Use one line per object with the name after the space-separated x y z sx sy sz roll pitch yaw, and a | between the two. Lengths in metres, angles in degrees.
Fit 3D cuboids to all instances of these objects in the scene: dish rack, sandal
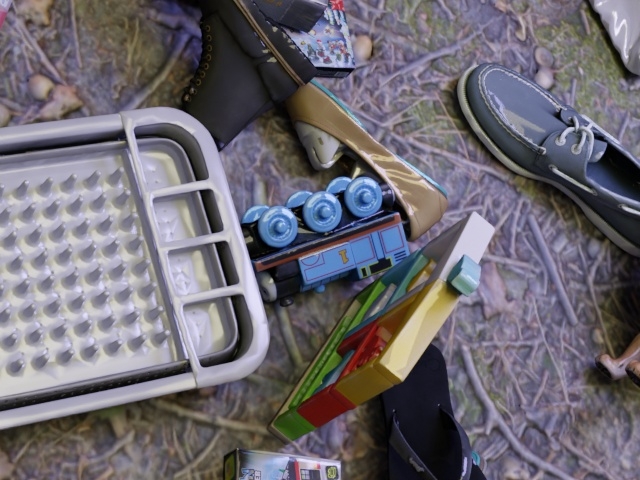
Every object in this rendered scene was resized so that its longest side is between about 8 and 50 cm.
-0.233 0.027 1.471 0.332 0.072 0.286 -10 76 -30 | dish rack
0.106 0.200 1.532 0.097 0.054 0.255 -9 52 -11 | sandal

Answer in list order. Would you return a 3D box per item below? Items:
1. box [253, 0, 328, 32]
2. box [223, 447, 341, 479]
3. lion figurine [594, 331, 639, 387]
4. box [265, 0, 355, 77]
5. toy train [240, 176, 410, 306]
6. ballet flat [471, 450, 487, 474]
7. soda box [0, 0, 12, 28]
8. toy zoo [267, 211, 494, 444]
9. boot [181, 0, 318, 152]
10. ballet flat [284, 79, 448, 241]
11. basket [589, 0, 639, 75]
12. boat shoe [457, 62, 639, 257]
-0.071 -0.357 1.695 0.183 0.056 0.231 18 57 -15 | box
-0.039 0.308 1.476 0.114 0.036 0.207 10 66 -23 | box
0.470 0.143 1.706 0.240 0.142 0.392 -37 97 -12 | lion figurine
-0.034 -0.228 1.699 0.137 0.027 0.094 -2 70 -27 | box
0.000 0.000 1.586 0.184 0.080 0.105 -20 99 -21 | toy train
0.098 0.297 1.542 0.213 0.072 0.068 -40 118 -32 | ballet flat
-0.414 -0.266 1.433 0.263 0.083 0.092 38 56 -39 | soda box
0.064 0.081 1.467 0.030 0.293 0.192 39 59 -7 | toy zoo
-0.116 -0.199 1.584 0.137 0.077 0.198 -42 99 6 | boot
0.035 -0.086 1.651 0.232 0.080 0.073 38 74 -7 | ballet flat
0.486 -0.427 1.872 0.266 0.331 0.328 -18 79 -37 | basket
0.301 -0.107 1.776 0.319 0.099 0.116 39 58 -8 | boat shoe
